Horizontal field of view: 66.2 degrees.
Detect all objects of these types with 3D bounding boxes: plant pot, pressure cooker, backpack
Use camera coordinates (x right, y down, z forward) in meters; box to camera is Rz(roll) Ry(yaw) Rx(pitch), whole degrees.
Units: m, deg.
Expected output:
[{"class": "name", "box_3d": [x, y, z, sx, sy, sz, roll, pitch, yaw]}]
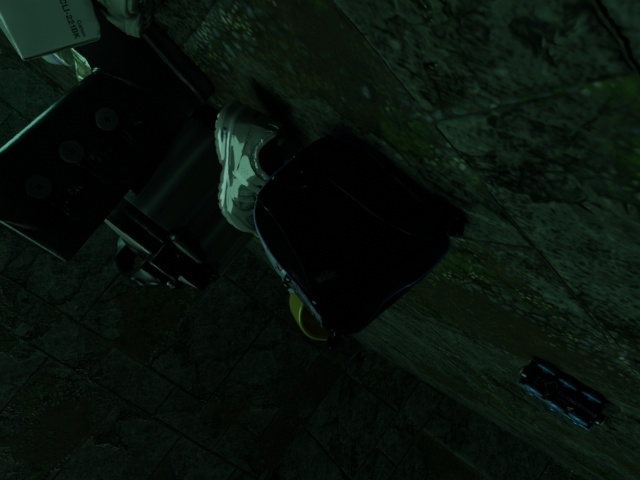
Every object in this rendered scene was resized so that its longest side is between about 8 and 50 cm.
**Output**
[{"class": "plant pot", "box_3d": [0.001, 0.138, 1.524, 0.254, 0.254, 0.239, 47, 180, -41]}, {"class": "pressure cooker", "box_3d": [-0.338, -0.074, 1.209, 0.375, 0.420, 0.370, 36, 170, 10]}, {"class": "backpack", "box_3d": [0.031, -0.016, 0.774, 0.263, 0.276, 0.213, 51, 167, -1]}]

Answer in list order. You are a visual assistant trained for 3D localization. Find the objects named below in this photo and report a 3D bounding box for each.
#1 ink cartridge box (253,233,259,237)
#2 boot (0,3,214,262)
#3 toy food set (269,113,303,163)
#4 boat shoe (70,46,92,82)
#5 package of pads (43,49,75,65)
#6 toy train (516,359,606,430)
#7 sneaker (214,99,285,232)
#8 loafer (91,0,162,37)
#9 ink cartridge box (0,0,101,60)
[{"class": "ink cartridge box", "box_3d": [0.000, 0.000, 1.110, 0.255, 0.097, 0.189, 29, -168, 36]}, {"class": "boot", "box_3d": [-0.466, -0.236, 0.876, 0.367, 0.445, 0.146, 42, 168, -20]}, {"class": "toy food set", "box_3d": [-0.100, -0.149, 0.969, 0.111, 0.104, 0.232, 34, 168, 21]}, {"class": "boat shoe", "box_3d": [-0.447, -0.377, 1.099, 0.341, 0.121, 0.110, 21, 140, 27]}, {"class": "package of pads", "box_3d": [-0.779, -0.599, 1.296, 0.229, 0.101, 0.296, 26, 163, 46]}, {"class": "toy train", "box_3d": [0.520, 0.336, 1.066, 0.184, 0.080, 0.105, 32, 174, 27]}, {"class": "sneaker", "box_3d": [-0.116, -0.107, 0.883, 0.115, 0.105, 0.281, 21, 144, 17]}, {"class": "loafer", "box_3d": [-0.269, -0.356, 0.642, 0.111, 0.112, 0.319, 33, 172, -21]}, {"class": "ink cartridge box", "box_3d": [-0.425, -0.402, 0.658, 0.273, 0.114, 0.197, 46, 154, 29]}]
